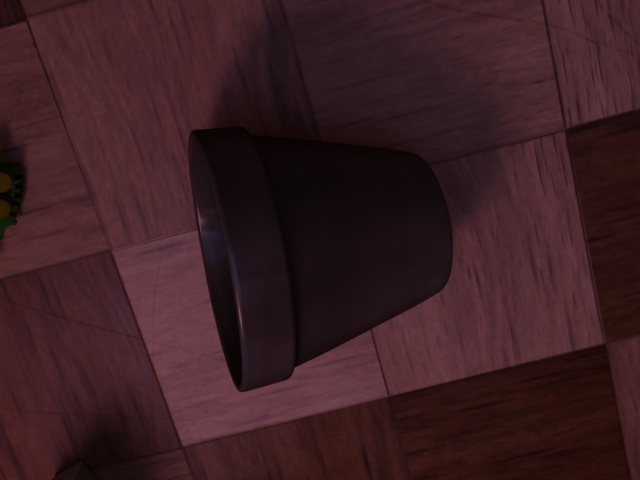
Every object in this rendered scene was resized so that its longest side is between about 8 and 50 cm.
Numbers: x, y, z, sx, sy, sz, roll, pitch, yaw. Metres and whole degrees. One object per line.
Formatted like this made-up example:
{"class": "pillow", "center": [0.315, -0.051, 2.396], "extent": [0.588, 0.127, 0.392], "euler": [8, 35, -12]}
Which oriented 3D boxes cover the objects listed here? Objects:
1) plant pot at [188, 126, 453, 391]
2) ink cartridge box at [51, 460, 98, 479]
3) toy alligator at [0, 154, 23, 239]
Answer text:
{"class": "plant pot", "center": [0.000, 0.000, 0.931], "extent": [0.281, 0.323, 0.322], "euler": [-12, 106, -14]}
{"class": "ink cartridge box", "center": [-0.328, 0.501, 1.050], "extent": [0.066, 0.296, 0.261], "euler": [-32, 104, 8]}
{"class": "toy alligator", "center": [-0.443, -0.044, 1.028], "extent": [0.051, 0.056, 0.189], "euler": [-5, 110, -41]}
